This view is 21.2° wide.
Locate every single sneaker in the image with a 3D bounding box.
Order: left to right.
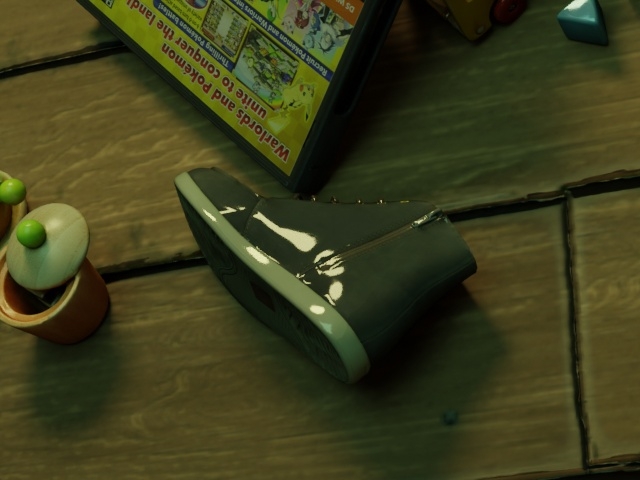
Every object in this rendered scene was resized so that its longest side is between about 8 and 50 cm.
[{"bbox_3d":[0.000,0.000,1.136,0.118,0.083,0.222,-35,49,-17],"label":"sneaker"}]

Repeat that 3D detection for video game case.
[{"bbox_3d":[-0.050,-0.211,1.194,0.275,0.035,0.248,42,121,32],"label":"video game case"}]

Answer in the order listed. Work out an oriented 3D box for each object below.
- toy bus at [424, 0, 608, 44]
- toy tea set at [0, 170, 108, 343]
[{"bbox_3d":[0.130,-0.239,1.165,0.191,0.104,0.202,-3,65,22],"label":"toy bus"},{"bbox_3d":[-0.317,0.023,1.222,0.336,0.124,0.200,-20,60,14],"label":"toy tea set"}]
